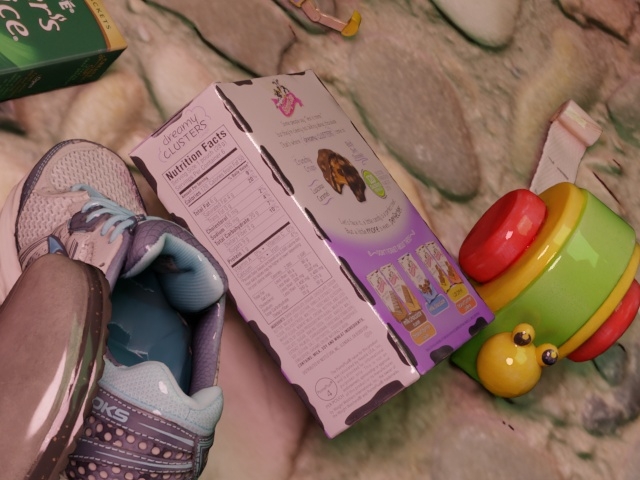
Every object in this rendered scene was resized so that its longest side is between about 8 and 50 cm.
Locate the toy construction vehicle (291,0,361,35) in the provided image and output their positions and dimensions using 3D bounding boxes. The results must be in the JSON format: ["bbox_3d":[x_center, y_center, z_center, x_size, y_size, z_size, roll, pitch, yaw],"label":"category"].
[{"bbox_3d":[-0.007,-0.193,1.242,0.098,0.035,0.086,38,31,-17],"label":"toy construction vehicle"}]

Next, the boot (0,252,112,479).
[{"bbox_3d":[-0.201,0.088,0.742,0.161,0.083,0.246,32,76,-23],"label":"boot"}]

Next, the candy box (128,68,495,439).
[{"bbox_3d":[0.000,0.000,1.029,0.196,0.070,0.165,54,21,5],"label":"candy box"}]

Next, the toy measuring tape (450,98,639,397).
[{"bbox_3d":[0.170,-0.016,1.197,0.121,0.121,0.330,40,41,-11],"label":"toy measuring tape"}]

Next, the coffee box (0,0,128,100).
[{"bbox_3d":[-0.207,-0.131,1.002,0.184,0.040,0.113,-18,73,-47],"label":"coffee box"}]

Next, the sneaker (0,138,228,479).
[{"bbox_3d":[-0.092,0.029,0.894,0.110,0.122,0.283,19,33,-27],"label":"sneaker"}]
